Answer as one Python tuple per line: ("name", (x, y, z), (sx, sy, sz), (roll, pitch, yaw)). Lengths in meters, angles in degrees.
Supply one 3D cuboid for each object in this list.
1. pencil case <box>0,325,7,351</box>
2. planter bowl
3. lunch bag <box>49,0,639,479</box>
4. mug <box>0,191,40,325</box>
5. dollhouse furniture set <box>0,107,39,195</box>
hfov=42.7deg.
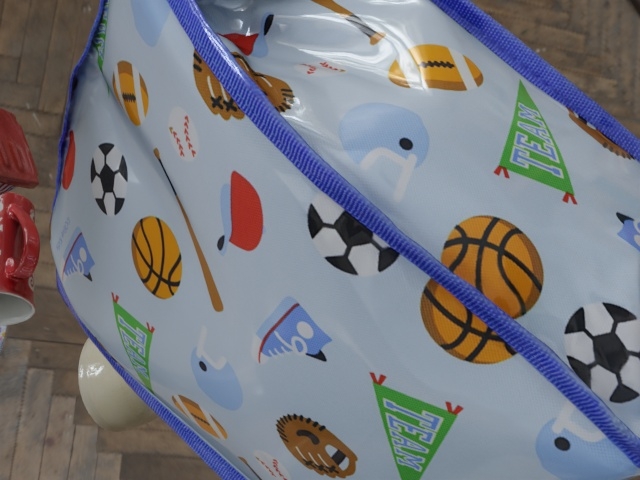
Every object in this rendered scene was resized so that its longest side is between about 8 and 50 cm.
("pencil case", (-0.644, 0.131, 1.303), (0.273, 0.124, 0.114), (24, 73, -31))
("planter bowl", (-0.268, 0.199, 1.231), (0.109, 0.162, 0.162), (-14, 86, 24))
("lunch bag", (0.000, 0.000, 0.536), (0.385, 0.328, 0.239), (38, 47, 4))
("mug", (-0.446, 0.019, 1.173), (0.150, 0.113, 0.169), (-13, 59, 11))
("dollhouse furniture set", (-0.521, -0.183, 1.006), (0.201, 0.152, 0.374), (-31, 72, 15))
